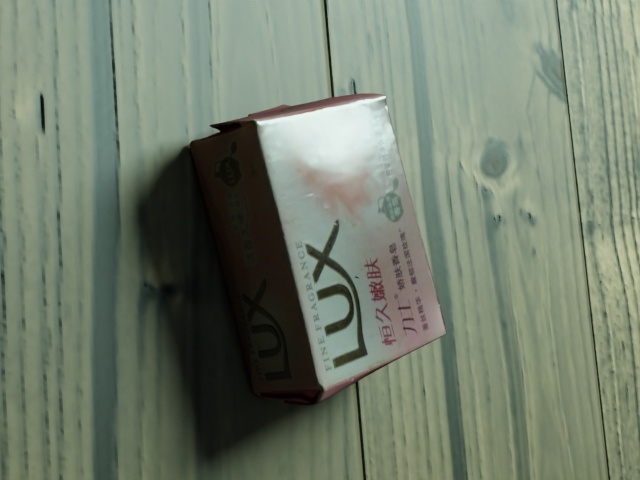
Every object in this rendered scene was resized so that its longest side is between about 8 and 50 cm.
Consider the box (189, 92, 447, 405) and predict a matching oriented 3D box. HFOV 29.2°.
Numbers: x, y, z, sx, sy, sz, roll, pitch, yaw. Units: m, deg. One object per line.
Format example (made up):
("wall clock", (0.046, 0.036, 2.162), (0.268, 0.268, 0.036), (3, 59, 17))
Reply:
("box", (0.000, 0.000, 0.669), (0.111, 0.060, 0.156), (-19, 94, -44))
